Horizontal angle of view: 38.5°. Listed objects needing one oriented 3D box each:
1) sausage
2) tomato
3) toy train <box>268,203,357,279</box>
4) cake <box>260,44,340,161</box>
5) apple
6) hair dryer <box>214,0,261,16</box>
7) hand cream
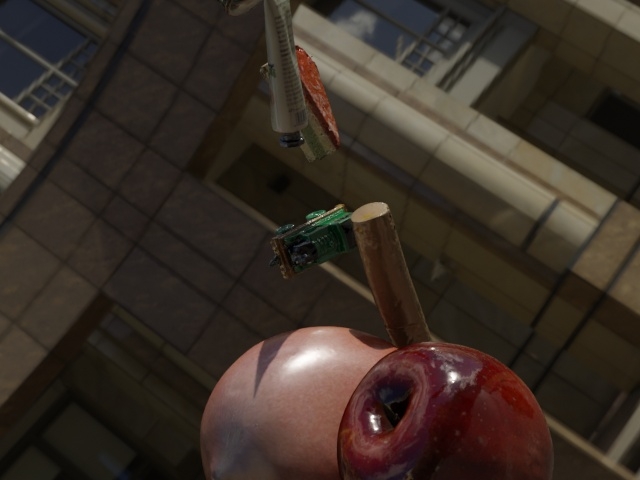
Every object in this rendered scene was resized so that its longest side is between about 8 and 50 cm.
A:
[{"bbox_3d":[0.108,0.083,1.287,0.066,0.066,0.301,-45,-55,-35],"label":"sausage"},{"bbox_3d":[-0.009,0.270,1.216,0.321,0.321,0.321,-50,-16,-20],"label":"tomato"},{"bbox_3d":[0.000,0.000,1.810,0.228,0.091,0.136,-27,15,-33],"label":"toy train"},{"bbox_3d":[-0.026,-0.277,1.815,0.086,0.220,0.117,-26,12,33],"label":"cake"},{"bbox_3d":[0.126,0.218,0.940,0.201,0.218,0.218,37,-93,-35],"label":"apple"},{"bbox_3d":[-0.039,-0.333,0.818,0.255,0.128,0.070,-47,-5,-4],"label":"hair dryer"},{"bbox_3d":[-0.050,-0.239,1.230,0.080,0.050,0.234,-53,-38,-58],"label":"hand cream"}]
